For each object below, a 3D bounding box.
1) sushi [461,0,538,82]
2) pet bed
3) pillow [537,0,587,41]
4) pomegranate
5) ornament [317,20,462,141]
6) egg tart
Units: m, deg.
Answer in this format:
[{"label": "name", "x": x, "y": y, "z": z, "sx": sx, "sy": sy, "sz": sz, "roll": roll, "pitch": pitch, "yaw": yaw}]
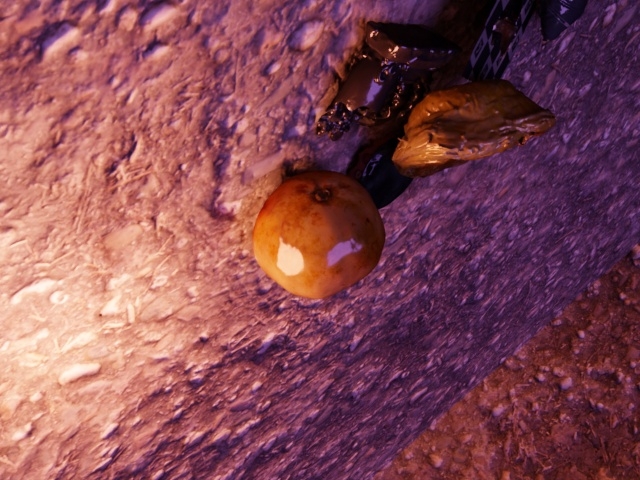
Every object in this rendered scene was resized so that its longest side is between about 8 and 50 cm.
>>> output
[{"label": "sushi", "x": 0.360, "y": -0.473, "z": 1.699, "sx": 0.320, "sy": 0.069, "sz": 0.339, "roll": -67, "pitch": 161, "yaw": 13}, {"label": "pet bed", "x": 0.142, "y": -0.151, "z": 1.803, "sx": 0.201, "sy": 0.053, "sz": 0.201, "roll": -30, "pitch": 144, "yaw": -25}, {"label": "pillow", "x": 0.519, "y": -0.569, "z": 1.731, "sx": 0.161, "sy": 0.093, "sz": 0.335, "roll": -51, "pitch": 157, "yaw": -35}, {"label": "pomegranate", "x": 0.000, "y": 0.000, "z": 1.627, "sx": 0.252, "sy": 0.229, "sz": 0.270, "roll": -34, "pitch": 151, "yaw": -21}, {"label": "ornament", "x": 0.121, "y": -0.284, "z": 1.601, "sx": 0.251, "sy": 0.106, "sz": 0.260, "roll": -13, "pitch": 142, "yaw": -47}, {"label": "egg tart", "x": 0.288, "y": -0.225, "z": 1.678, "sx": 0.352, "sy": 0.153, "sz": 0.339, "roll": -17, "pitch": 179, "yaw": -11}]
